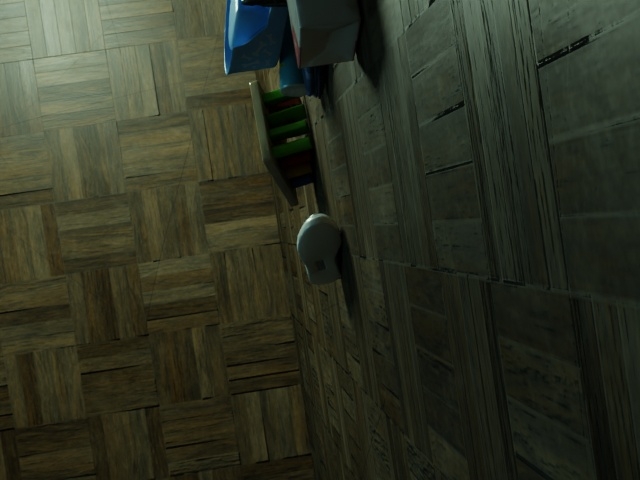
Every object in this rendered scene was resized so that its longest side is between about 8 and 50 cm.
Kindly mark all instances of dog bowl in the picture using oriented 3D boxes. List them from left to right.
[{"bbox_3d":[-0.084,-0.363,1.847,0.297,0.074,0.166,103,166,-48],"label":"dog bowl"}]

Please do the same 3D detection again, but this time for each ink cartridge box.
[{"bbox_3d":[-0.008,-0.296,1.387,0.115,0.067,0.198,98,164,-76],"label":"ink cartridge box"}]

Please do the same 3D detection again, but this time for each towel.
[{"bbox_3d":[-0.009,-0.246,1.741,0.119,0.029,0.067,89,171,-62],"label":"towel"}]

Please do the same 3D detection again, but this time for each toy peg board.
[{"bbox_3d":[-0.047,-0.168,2.188,0.160,0.079,0.161,58,-162,-59],"label":"toy peg board"}]

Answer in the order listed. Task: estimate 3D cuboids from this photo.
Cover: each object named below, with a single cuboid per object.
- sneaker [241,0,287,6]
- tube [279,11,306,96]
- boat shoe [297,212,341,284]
[{"bbox_3d":[-0.047,-0.349,1.595,0.286,0.109,0.130,-123,31,-74],"label":"sneaker"},{"bbox_3d":[-0.039,-0.314,1.912,0.080,0.052,0.207,132,136,-70],"label":"tube"},{"bbox_3d":[0.000,0.000,1.925,0.184,0.066,0.063,70,-172,-62],"label":"boat shoe"}]
